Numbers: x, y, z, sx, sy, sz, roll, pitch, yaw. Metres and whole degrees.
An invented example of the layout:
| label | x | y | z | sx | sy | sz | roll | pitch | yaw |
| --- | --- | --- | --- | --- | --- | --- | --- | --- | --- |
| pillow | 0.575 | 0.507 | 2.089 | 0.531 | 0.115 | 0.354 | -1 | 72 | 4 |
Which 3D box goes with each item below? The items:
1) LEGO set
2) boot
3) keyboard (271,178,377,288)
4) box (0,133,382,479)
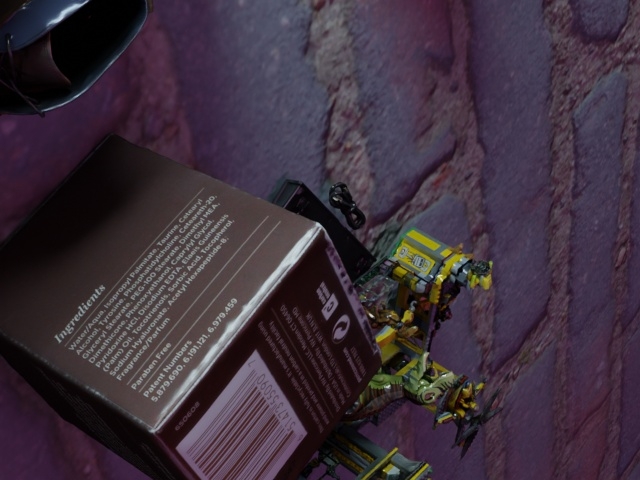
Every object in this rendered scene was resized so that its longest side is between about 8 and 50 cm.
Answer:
| label | x | y | z | sx | sy | sz | roll | pitch | yaw |
| --- | --- | --- | --- | --- | --- | --- | --- | --- | --- |
| LEGO set | 0.083 | 0.157 | 1.023 | 0.331 | 0.192 | 0.255 | -26 | 138 | -46 |
| boot | -0.194 | -0.103 | 0.572 | 0.219 | 0.106 | 0.082 | -46 | 142 | -27 |
| keyboard | 0.000 | 0.000 | 0.986 | 0.108 | 0.023 | 0.180 | -54 | 146 | -5 |
| box | -0.098 | 0.063 | 0.723 | 0.167 | 0.203 | 0.168 | -51 | 144 | -21 |
